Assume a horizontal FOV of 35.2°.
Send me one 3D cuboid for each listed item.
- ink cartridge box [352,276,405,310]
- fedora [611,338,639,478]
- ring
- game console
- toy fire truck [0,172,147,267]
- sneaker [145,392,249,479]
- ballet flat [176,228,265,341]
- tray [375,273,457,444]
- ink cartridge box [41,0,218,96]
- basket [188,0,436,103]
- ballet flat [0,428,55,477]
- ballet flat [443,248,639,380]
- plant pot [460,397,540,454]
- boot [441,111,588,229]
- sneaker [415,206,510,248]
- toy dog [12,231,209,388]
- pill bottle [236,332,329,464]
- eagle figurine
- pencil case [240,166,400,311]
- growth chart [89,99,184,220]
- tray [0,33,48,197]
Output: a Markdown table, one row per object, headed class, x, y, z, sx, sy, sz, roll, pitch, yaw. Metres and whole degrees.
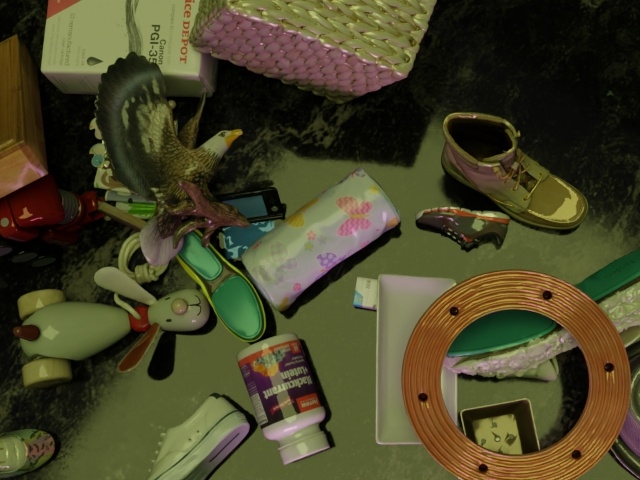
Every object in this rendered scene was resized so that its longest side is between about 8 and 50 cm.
| class | x | y | z | sx | sy | sz | roll | pitch | yaw |
| --- | --- | --- | --- | --- | --- | --- | --- | --- | --- |
| ink cartridge box | 0.099 | 0.091 | 1.683 | 0.083 | 0.028 | 0.048 | 9 | 80 | 8 |
| fedora | 0.564 | 0.266 | 1.553 | 0.275 | 0.124 | 0.244 | 38 | 86 | 11 |
| ring | 0.289 | 0.210 | 1.509 | 0.336 | 0.032 | 0.337 | 0 | 93 | 7 |
| game console | -0.123 | -0.025 | 1.709 | 0.122 | 0.107 | 0.071 | -9 | 50 | 4 |
| toy fire truck | -0.417 | -0.041 | 1.651 | 0.246 | 0.217 | 0.159 | -22 | 77 | 11 |
| sneaker | -0.232 | 0.358 | 1.648 | 0.258 | 0.094 | 0.091 | -42 | 60 | -7 |
| ballet flat | -0.164 | 0.072 | 1.689 | 0.077 | 0.077 | 0.231 | -38 | 79 | -3 |
| tray | 0.152 | 0.192 | 1.637 | 0.145 | 0.030 | 0.270 | 4 | 80 | -18 |
| ink cartridge box | -0.325 | -0.368 | 1.768 | 0.282 | 0.117 | 0.207 | 2 | 79 | 7 |
| basket | -0.005 | -0.402 | 1.591 | 0.328 | 0.331 | 0.267 | 18 | 84 | -18 |
| ballet flat | -0.556 | 0.358 | 1.676 | 0.221 | 0.079 | 0.077 | -7 | 78 | 4 |
| ballet flat | 0.389 | 0.147 | 1.597 | 0.408 | 0.147 | 0.147 | -23 | 78 | 2 |
| plant pot | 0.282 | 0.313 | 1.588 | 0.109 | 0.096 | 0.109 | -11 | 78 | 4 |
| boot | 0.311 | -0.111 | 1.608 | 0.262 | 0.203 | 0.095 | 31 | 85 | 12 |
| sneaker | 0.234 | -0.020 | 1.676 | 0.157 | 0.061 | 0.065 | 5 | 86 | 8 |
| toy dog | -0.367 | 0.130 | 1.657 | 0.333 | 0.161 | 0.220 | -33 | 78 | -1 |
| pill bottle | -0.056 | 0.256 | 1.628 | 0.108 | 0.108 | 0.194 | -22 | 78 | 2 |
| eagle figurine | -0.227 | -0.130 | 1.618 | 0.225 | 0.226 | 0.298 | -19 | 54 | -27 |
| pencil case | 0.000 | 0.000 | 1.667 | 0.273 | 0.113 | 0.124 | -38 | 106 | -2 |
| growth chart | -0.324 | -0.143 | 1.776 | 0.171 | 0.021 | 0.237 | -6 | 78 | 6 |
| tray | -0.565 | -0.191 | 1.657 | 0.202 | 0.076 | 0.411 | -27 | 38 | 1 |
